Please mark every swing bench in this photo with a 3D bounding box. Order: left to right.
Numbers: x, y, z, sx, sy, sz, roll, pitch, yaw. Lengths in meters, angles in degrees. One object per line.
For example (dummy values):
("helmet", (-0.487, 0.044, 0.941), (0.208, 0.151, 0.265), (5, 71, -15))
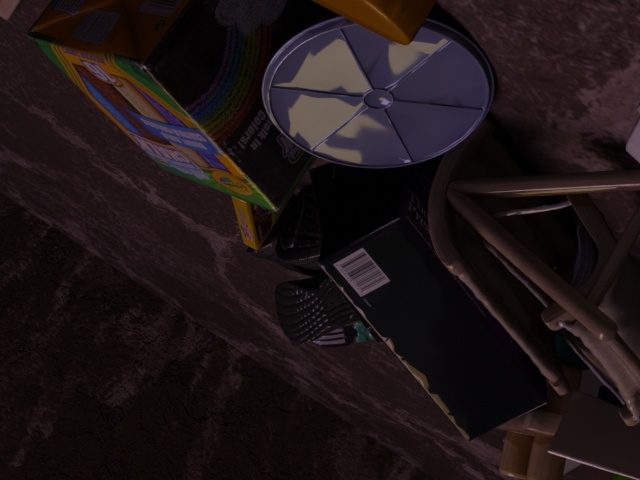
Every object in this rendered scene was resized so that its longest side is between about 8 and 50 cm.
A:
("swing bench", (0.242, 0.040, 1.291), (0.254, 0.165, 0.253), (20, 162, 45))

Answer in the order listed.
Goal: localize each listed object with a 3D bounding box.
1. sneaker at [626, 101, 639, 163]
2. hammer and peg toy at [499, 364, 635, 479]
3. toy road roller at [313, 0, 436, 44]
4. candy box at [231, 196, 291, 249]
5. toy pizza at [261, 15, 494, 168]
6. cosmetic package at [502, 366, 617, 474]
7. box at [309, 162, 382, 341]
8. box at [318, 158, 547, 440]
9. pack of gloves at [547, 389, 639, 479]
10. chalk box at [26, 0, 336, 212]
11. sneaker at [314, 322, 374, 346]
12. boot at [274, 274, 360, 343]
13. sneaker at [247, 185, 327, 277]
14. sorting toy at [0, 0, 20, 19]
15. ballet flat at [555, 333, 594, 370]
("sneaker", (0.289, -0.070, 0.934), (0.151, 0.094, 0.256), (36, 178, 12))
("hammer and peg toy", (0.374, 0.233, 1.538), (0.361, 0.127, 0.266), (13, 173, -1))
("toy road roller", (0.012, -0.234, 0.803), (0.329, 0.203, 0.240), (32, 180, 29))
("candy box", (-0.068, -0.063, 1.778), (0.027, 0.105, 0.206), (27, 166, 9))
("toy pizza", (0.050, -0.134, 1.236), (0.201, 0.032, 0.201), (0, 144, 0))
("cosmetic package", (0.319, 0.219, 1.840), (0.107, 0.127, 0.238), (32, 169, 5))
("box", (0.061, 0.009, 1.622), (0.077, 0.147, 0.180), (-18, 149, 12))
("box", (0.118, 0.041, 1.435), (0.261, 0.103, 0.184), (50, -157, -24))
("pack of gloves", (0.361, 0.161, 1.370), (0.232, 0.195, 0.046), (19, 138, 19))
("chalk box", (-0.091, -0.157, 1.332), (0.179, 0.180, 0.289), (21, 161, 41))
("sneaker", (0.091, 0.083, 1.938), (0.223, 0.098, 0.083), (-3, 145, -1))
("boot", (0.054, 0.073, 1.837), (0.246, 0.161, 0.084), (-15, 87, 61))
("sneaker", (0.000, 0.000, 1.900), (0.130, 0.109, 0.286), (27, 176, -16))
("sorting toy", (-0.465, -0.356, 1.806), (0.193, 0.038, 0.208), (36, 167, -14))
("ballet flat", (0.220, 0.059, 1.608), (0.247, 0.083, 0.087), (41, -179, -21))
